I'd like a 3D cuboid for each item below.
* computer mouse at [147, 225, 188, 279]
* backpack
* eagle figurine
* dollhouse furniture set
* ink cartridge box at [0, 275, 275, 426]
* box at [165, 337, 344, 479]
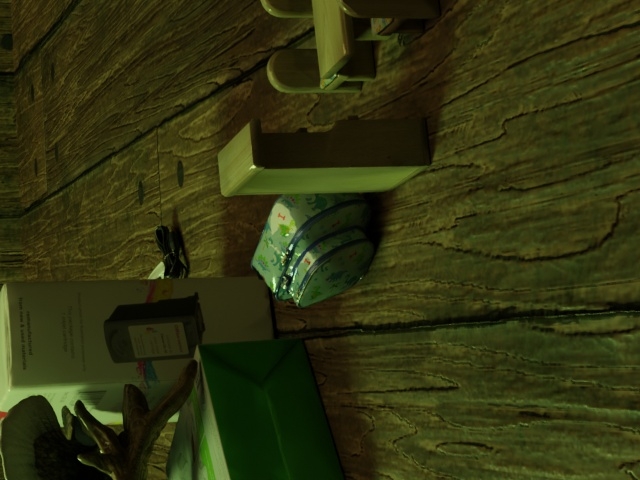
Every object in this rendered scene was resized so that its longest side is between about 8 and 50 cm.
[{"bbox_3d":[-0.227,0.070,2.329,0.193,0.042,0.106,108,152,-45],"label":"computer mouse"},{"bbox_3d":[0.000,0.000,1.570,0.084,0.105,0.114,47,140,29],"label":"backpack"},{"bbox_3d":[-0.236,0.282,1.779,0.225,0.226,0.298,62,148,14],"label":"eagle figurine"},{"bbox_3d":[-0.007,-0.169,1.473,0.212,0.161,0.242,145,121,-68],"label":"dollhouse furniture set"},{"bbox_3d":[-0.227,0.133,1.928,0.226,0.306,0.131,134,131,-64],"label":"ink cartridge box"},{"bbox_3d":[-0.072,0.277,1.765,0.231,0.127,0.262,107,153,-45],"label":"box"}]
